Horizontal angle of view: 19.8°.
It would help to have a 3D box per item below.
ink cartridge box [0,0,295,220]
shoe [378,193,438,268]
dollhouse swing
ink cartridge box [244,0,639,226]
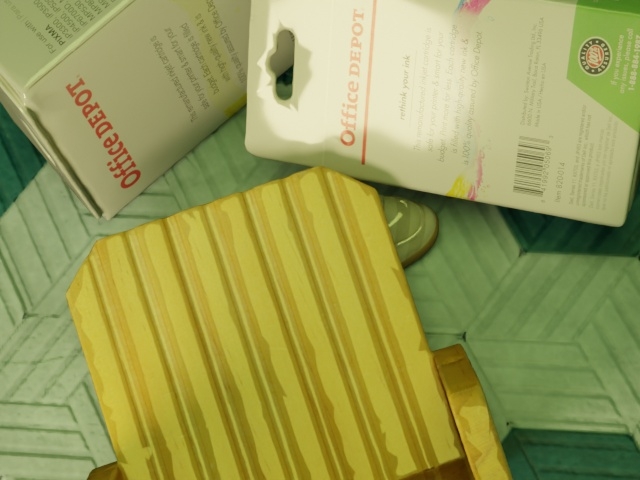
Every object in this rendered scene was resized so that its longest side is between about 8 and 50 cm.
[{"bbox_3d":[-0.134,-0.236,1.681,0.385,0.279,0.160,-41,67,-8],"label":"ink cartridge box"},{"bbox_3d":[0.000,0.000,1.686,0.219,0.058,0.076,-10,67,5],"label":"shoe"},{"bbox_3d":[-0.050,0.122,1.519,0.347,0.315,0.305,-18,96,2],"label":"dollhouse swing"},{"bbox_3d":[0.118,-0.153,1.640,0.354,0.207,0.119,11,30,12],"label":"ink cartridge box"}]
